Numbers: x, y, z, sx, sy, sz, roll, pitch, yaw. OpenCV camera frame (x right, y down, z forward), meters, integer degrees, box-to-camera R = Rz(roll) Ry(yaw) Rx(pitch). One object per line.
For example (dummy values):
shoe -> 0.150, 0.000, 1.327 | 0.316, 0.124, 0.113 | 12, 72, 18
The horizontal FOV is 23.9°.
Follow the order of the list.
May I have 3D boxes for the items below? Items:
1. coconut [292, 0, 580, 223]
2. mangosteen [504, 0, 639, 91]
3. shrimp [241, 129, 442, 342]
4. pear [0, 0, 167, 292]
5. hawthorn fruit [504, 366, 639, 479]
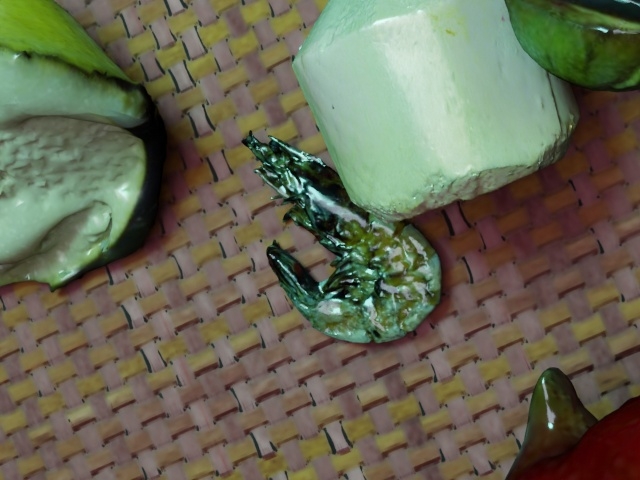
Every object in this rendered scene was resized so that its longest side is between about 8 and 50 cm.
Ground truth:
coconut -> 0.061, -0.097, 0.853 | 0.147, 0.147, 0.153 | -22, 92, 15
mangosteen -> 0.189, -0.230, 0.758 | 0.300, 0.300, 0.300 | 0, 92, 15
shrimp -> 0.000, 0.000, 0.928 | 0.161, 0.034, 0.091 | 42, 102, 10
pear -> -0.234, -0.090, 0.924 | 0.266, 0.267, 0.178 | -24, 59, 15
hawthorn fruit -> 0.232, 0.207, 0.755 | 0.311, 0.295, 0.295 | 8, 94, 16
